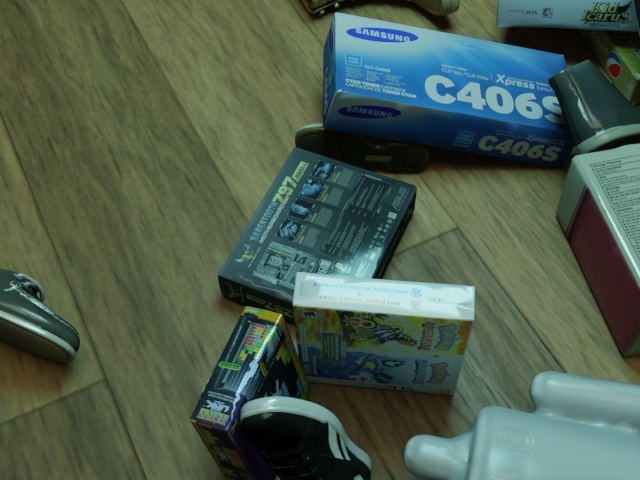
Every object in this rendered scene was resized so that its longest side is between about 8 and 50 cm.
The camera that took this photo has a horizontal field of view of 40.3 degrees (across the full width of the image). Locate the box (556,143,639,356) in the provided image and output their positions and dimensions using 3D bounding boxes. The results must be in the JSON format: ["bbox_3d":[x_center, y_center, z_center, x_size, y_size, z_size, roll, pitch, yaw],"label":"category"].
[{"bbox_3d":[0.411,0.006,1.081,0.149,0.126,0.232,-10,55,-6],"label":"box"}]

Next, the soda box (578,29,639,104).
[{"bbox_3d":[0.464,-0.292,1.335,0.061,0.058,0.181,-13,56,-7],"label":"soda box"}]

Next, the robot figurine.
[{"bbox_3d":[0.246,0.281,0.844,0.354,0.200,0.299,11,83,9],"label":"robot figurine"}]

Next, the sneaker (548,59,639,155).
[{"bbox_3d":[0.389,-0.185,1.177,0.222,0.083,0.118,-13,78,-54],"label":"sneaker"}]

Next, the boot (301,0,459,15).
[{"bbox_3d":[0.079,-0.416,1.409,0.204,0.095,0.262,-28,57,-18],"label":"boot"}]

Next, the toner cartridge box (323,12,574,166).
[{"bbox_3d":[0.180,-0.211,1.224,0.348,0.075,0.165,8,52,-10],"label":"toner cartridge box"}]

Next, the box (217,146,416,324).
[{"bbox_3d":[0.000,0.000,1.136,0.184,0.059,0.232,19,58,14],"label":"box"}]

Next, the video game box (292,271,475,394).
[{"bbox_3d":[0.067,0.109,0.969,0.187,0.205,0.048,2,58,4],"label":"video game box"}]

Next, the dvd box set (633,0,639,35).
[{"bbox_3d":[0.643,-0.336,1.234,0.421,0.307,0.062,-21,17,-14],"label":"dvd box set"}]

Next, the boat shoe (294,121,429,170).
[{"bbox_3d":[0.058,-0.142,1.240,0.190,0.068,0.072,9,42,-6],"label":"boat shoe"}]

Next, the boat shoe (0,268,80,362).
[{"bbox_3d":[-0.428,0.050,1.079,0.335,0.112,0.095,18,61,18],"label":"boat shoe"}]

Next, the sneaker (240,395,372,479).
[{"bbox_3d":[-0.005,0.246,0.869,0.079,0.217,0.121,-20,49,23],"label":"sneaker"}]

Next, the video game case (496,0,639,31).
[{"bbox_3d":[0.416,-0.413,1.361,0.244,0.061,0.269,5,40,17],"label":"video game case"}]

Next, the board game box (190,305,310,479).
[{"bbox_3d":[-0.069,0.176,0.941,0.048,0.170,0.141,10,55,20],"label":"board game box"}]
